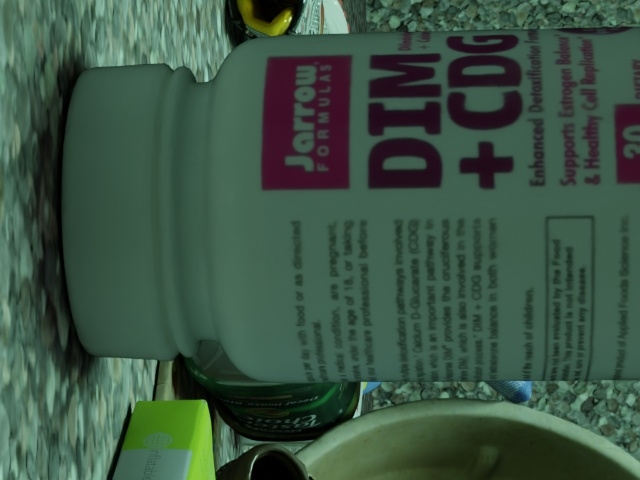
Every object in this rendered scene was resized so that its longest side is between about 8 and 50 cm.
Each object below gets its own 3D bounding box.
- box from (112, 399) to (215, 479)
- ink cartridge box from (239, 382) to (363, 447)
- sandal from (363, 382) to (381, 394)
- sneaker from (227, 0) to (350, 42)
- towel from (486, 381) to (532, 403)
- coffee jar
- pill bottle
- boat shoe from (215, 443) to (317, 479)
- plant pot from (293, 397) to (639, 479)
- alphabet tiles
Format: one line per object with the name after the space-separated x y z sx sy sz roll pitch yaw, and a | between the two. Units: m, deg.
-0.078 0.165 0.937 0.178 0.042 0.109 -81 169 -66 | box
-0.014 0.040 1.482 0.212 0.093 0.154 -85 172 -65 | ink cartridge box
0.033 0.026 1.933 0.138 0.126 0.317 90 4 -52 | sandal
-0.035 -0.170 1.456 0.225 0.088 0.092 84 27 -45 | sneaker
0.033 -0.003 1.292 0.034 0.285 0.209 -48 177 4 | towel
-0.026 0.071 1.178 0.184 0.096 0.079 72 16 -73 | coffee jar
0.035 -0.015 0.884 0.160 0.283 0.160 -1 90 -86 | pill bottle
0.010 0.225 1.050 0.257 0.095 0.095 55 -38 20 | boat shoe
0.074 0.318 1.257 0.305 0.334 0.333 108 -14 -55 | plant pot
-0.079 0.117 1.169 0.198 0.009 0.237 84 7 -47 | alphabet tiles
